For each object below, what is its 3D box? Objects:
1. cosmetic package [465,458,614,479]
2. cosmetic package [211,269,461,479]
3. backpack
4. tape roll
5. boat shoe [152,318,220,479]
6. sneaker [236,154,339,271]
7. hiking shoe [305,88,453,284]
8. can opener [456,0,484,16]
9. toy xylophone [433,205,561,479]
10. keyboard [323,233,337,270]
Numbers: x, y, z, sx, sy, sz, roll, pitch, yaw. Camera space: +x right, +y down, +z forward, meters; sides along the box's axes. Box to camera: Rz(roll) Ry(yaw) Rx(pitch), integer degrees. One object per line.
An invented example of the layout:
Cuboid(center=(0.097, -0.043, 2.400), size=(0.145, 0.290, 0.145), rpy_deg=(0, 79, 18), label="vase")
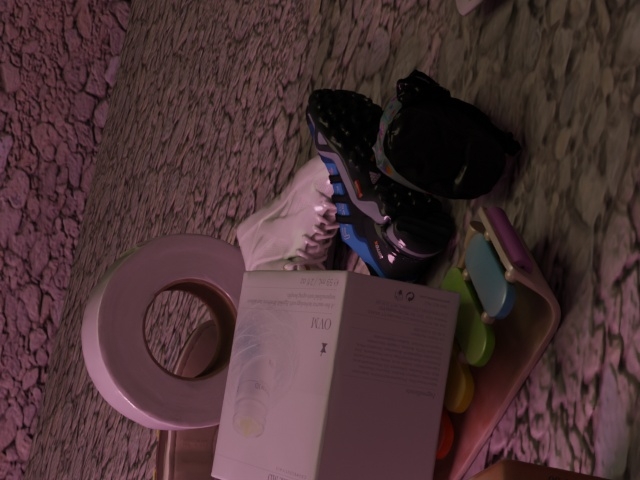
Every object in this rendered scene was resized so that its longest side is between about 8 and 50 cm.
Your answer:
Cuboid(center=(0.172, 0.333, 0.945), size=(0.129, 0.153, 0.296), rpy_deg=(133, 145, -52), label="cosmetic package")
Cuboid(center=(0.009, 0.149, 1.255), size=(0.224, 0.138, 0.225), rpy_deg=(-3, 77, 61), label="cosmetic package")
Cuboid(center=(0.123, -0.114, 1.401), size=(0.115, 0.152, 0.182), rpy_deg=(-59, 12, 14), label="backpack")
Cuboid(center=(-0.201, 0.134, 1.834), size=(0.100, 0.286, 0.286), rpy_deg=(157, 126, -65), label="tape roll")
Cuboid(center=(-0.200, 0.284, 1.966), size=(0.096, 0.116, 0.325), rpy_deg=(-9, 73, 64), label="boat shoe")
Cuboid(center=(0.000, 0.000, 1.688), size=(0.292, 0.108, 0.169), rpy_deg=(-40, 50, 41), label="sneaker")
Cuboid(center=(0.044, -0.062, 1.531), size=(0.304, 0.113, 0.132), rpy_deg=(64, 142, 38), label="hiking shoe")
Cuboid(center=(0.211, -0.344, 1.401), size=(0.283, 0.095, 0.076), rpy_deg=(145, 135, -59), label="can opener")
Cuboid(center=(0.133, 0.111, 1.294), size=(0.323, 0.081, 0.236), rpy_deg=(-66, 22, 19), label="toy xylophone")
Cuboid(center=(0.000, 0.031, 1.777), size=(0.072, 0.014, 0.256), rpy_deg=(-33, 45, 60), label="keyboard")
